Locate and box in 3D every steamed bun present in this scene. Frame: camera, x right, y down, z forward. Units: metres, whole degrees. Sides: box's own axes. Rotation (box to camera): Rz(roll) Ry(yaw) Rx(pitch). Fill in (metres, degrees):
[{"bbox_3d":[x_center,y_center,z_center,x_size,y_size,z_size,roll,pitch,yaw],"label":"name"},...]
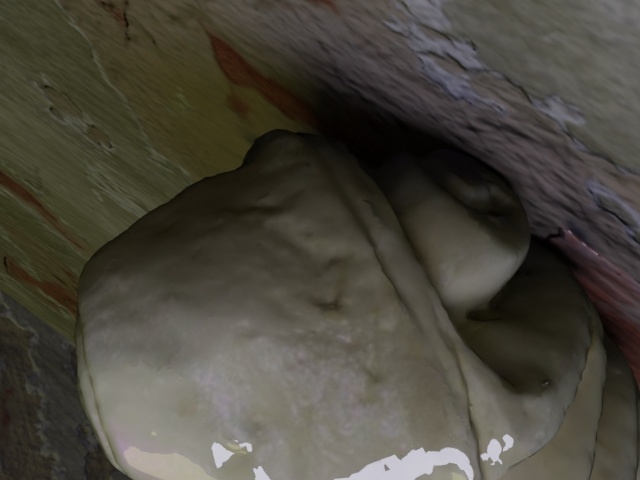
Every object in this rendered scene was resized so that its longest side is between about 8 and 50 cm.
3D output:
[{"bbox_3d":[0.036,0.060,0.872,0.352,0.247,0.339,19,-179,0],"label":"steamed bun"}]
